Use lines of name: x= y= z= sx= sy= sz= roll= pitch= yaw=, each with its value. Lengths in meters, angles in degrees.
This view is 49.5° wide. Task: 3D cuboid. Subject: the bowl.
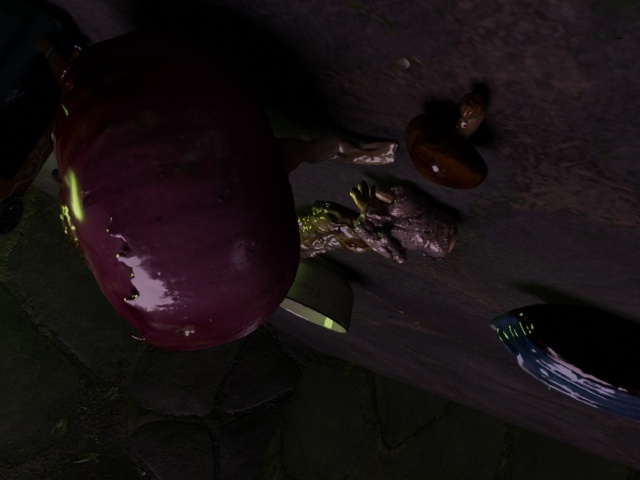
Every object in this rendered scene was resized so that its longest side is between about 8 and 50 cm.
bowl: x=-0.022 y=0.104 z=1.550 sx=0.238 sy=0.126 sz=0.237 roll=25 pitch=166 yaw=6

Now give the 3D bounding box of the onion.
onion: x=-0.146 y=-0.060 z=0.801 sx=0.345 sy=0.358 sz=0.358 roll=-19 pitch=-157 yaw=-41

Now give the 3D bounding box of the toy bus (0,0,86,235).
toy bus: x=-0.450 y=-0.159 z=0.920 sx=0.162 sy=0.323 sz=0.194 roll=25 pitch=165 yaw=6

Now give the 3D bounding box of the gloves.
gloves: x=0.107 y=-0.018 z=0.915 sx=0.144 sy=0.094 sz=0.110 roll=14 pitch=175 yaw=18

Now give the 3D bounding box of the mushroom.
mushroom: x=0.118 y=-0.092 z=0.645 sx=0.088 sy=0.073 sz=0.129 roll=58 pitch=173 yaw=19

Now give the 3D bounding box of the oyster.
oyster: x=-0.002 y=-0.001 z=1.248 sx=0.129 sy=0.078 sz=0.345 roll=22 pitch=167 yaw=-19

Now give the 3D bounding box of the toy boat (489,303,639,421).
toy boat: x=0.397 y=0.180 z=1.020 sx=0.309 sy=0.129 sz=0.142 roll=24 pitch=152 yaw=19
